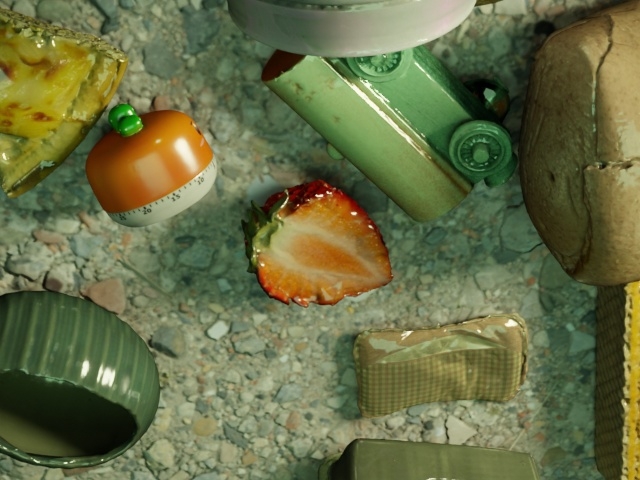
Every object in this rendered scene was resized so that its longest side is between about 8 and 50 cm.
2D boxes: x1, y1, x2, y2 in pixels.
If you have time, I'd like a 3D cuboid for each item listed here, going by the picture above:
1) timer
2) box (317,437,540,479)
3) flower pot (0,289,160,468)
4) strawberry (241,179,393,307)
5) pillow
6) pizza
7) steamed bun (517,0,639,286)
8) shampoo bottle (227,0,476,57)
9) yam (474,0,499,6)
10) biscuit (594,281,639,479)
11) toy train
[{"bbox_3d":[-0.181,-0.087,1.265,0.136,0.099,0.136,-3,108,-10],"label":"timer"},{"bbox_3d":[0.138,0.359,1.491,0.290,0.220,0.166,6,132,-10],"label":"box"},{"bbox_3d":[-0.296,0.151,1.355,0.243,0.157,0.189,24,114,-18],"label":"flower pot"},{"bbox_3d":[0.000,0.000,1.344,0.187,0.082,0.146,23,121,-25],"label":"strawberry"},{"bbox_3d":[0.145,0.148,1.472,0.211,0.034,0.135,-7,119,-4],"label":"pillow"},{"bbox_3d":[-0.316,-0.134,1.231,0.188,0.080,0.204,22,117,-18],"label":"pizza"},{"bbox_3d":[0.343,-0.086,1.227,0.251,0.199,0.301,-23,126,-17],"label":"steamed bun"},{"bbox_3d":[0.021,-0.314,1.048,0.273,0.273,0.266,-5,129,-3],"label":"shampoo bottle"},{"bbox_3d":[0.266,-0.281,1.220,0.274,0.061,0.061,-11,121,2],"label":"yam"},{"bbox_3d":[0.368,0.161,1.469,0.054,0.094,0.379,-11,122,-6],"label":"biscuit"},{"bbox_3d":[0.073,-0.137,1.261,0.177,0.116,0.285,-35,120,28],"label":"toy train"}]
